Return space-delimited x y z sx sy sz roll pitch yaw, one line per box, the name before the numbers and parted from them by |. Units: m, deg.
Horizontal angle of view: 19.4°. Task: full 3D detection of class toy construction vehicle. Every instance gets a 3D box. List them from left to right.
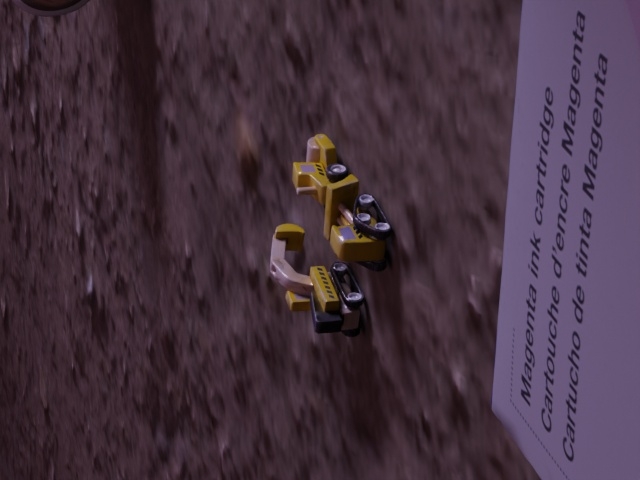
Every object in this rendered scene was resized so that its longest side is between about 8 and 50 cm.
toy construction vehicle | 0.000 0.000 0.926 0.098 0.035 0.086 -116 25 -47

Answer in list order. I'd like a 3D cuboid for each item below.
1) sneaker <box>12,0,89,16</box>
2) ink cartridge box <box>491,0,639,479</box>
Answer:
sneaker | -0.185 -0.296 1.323 0.123 0.106 0.290 155 115 -82
ink cartridge box | 0.109 -0.053 0.500 0.330 0.071 0.324 -127 34 -56
